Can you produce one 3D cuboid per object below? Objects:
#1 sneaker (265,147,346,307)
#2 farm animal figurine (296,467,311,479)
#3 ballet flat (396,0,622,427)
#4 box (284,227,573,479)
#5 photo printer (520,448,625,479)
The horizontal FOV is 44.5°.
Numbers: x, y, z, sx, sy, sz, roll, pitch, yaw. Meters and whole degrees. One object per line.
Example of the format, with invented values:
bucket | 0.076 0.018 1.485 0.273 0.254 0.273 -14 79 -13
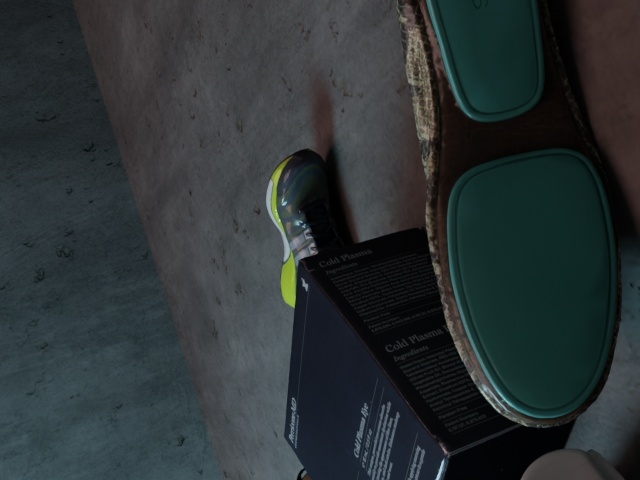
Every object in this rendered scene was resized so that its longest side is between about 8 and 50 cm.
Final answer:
sneaker | 0.000 0.000 1.203 0.121 0.111 0.300 31 139 46
farm animal figurine | 0.053 0.519 1.326 0.327 0.172 0.330 59 154 31
ballet flat | 0.158 -0.085 0.714 0.182 0.164 0.483 85 174 -88
box | 0.107 0.219 0.957 0.312 0.179 0.343 51 146 41
photo printer | 0.270 0.365 0.717 0.256 0.107 0.307 58 168 39
